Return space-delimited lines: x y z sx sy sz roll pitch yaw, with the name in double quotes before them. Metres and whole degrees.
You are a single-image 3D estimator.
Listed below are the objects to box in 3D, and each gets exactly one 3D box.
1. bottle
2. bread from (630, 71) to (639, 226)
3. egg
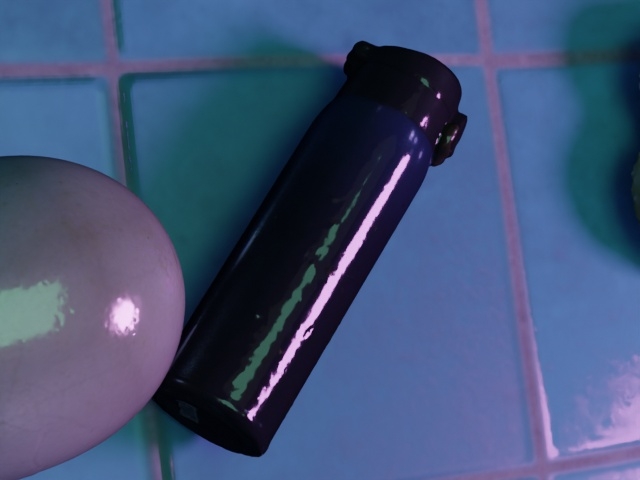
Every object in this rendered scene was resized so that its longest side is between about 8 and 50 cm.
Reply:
"bottle" 0.000 0.000 0.937 0.082 0.072 0.244 29 69 2
"bread" 0.311 -0.090 1.119 0.286 0.056 0.207 -8 90 -28
"egg" -0.165 0.041 0.805 0.209 0.151 0.151 -20 92 -20
